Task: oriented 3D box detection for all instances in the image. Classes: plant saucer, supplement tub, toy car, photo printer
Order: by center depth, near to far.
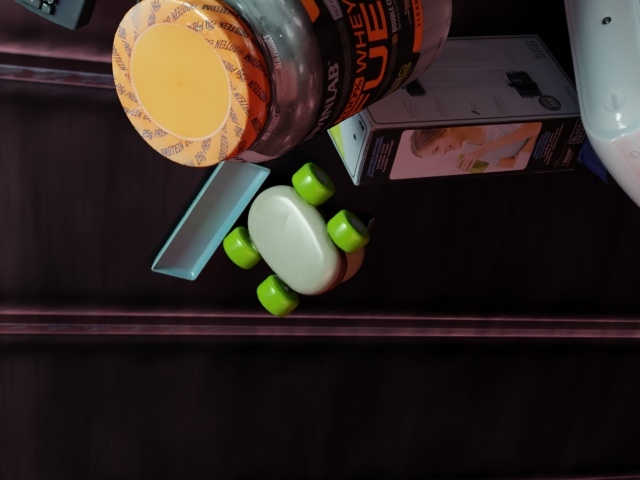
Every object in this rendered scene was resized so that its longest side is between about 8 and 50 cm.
[{"bbox_3d":[-0.034,-0.204,1.368,0.338,0.207,0.207,-34,151,-47],"label":"supplement tub"},{"bbox_3d":[0.387,-0.169,1.620,0.107,0.308,0.256,-22,142,28],"label":"photo printer"},{"bbox_3d":[-0.139,-0.029,1.719,0.067,0.018,0.192,16,122,-35],"label":"plant saucer"},{"bbox_3d":[0.000,0.000,1.762,0.155,0.149,0.188,-42,163,20],"label":"toy car"}]

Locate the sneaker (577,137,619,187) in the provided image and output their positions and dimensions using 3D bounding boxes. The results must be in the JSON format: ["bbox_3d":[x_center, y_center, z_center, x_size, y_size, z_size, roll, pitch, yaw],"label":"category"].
[{"bbox_3d":[0.494,-0.144,1.812,0.330,0.147,0.130,-21,136,-7],"label":"sneaker"}]

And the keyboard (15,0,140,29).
[{"bbox_3d":[-0.202,-0.340,1.322,0.201,0.033,0.317,24,124,-3],"label":"keyboard"}]

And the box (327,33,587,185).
[{"bbox_3d":[0.152,-0.158,1.627,0.289,0.169,0.087,-5,135,-22],"label":"box"}]
